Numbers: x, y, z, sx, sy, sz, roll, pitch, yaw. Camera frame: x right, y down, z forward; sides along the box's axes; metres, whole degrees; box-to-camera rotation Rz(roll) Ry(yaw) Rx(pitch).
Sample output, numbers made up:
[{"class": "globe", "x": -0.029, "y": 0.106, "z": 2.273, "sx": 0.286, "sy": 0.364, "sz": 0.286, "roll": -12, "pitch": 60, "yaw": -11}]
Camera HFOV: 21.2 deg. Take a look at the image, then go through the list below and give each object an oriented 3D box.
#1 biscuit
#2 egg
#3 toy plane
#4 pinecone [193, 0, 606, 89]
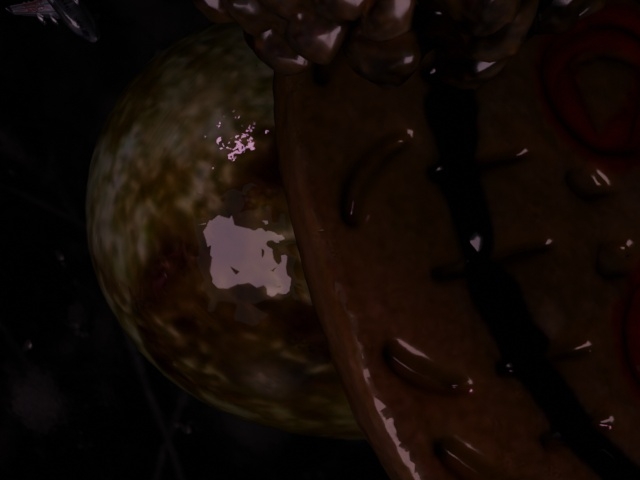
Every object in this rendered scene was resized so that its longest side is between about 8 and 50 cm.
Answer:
[{"class": "biscuit", "x": 0.135, "y": -0.015, "z": 0.897, "sx": 0.063, "sy": 0.314, "sz": 0.367, "roll": -36, "pitch": 69, "yaw": 63}, {"class": "egg", "x": 0.000, "y": 0.000, "z": 1.002, "sx": 0.289, "sy": 0.238, "sz": 0.238, "roll": 41, "pitch": 127, "yaw": -12}, {"class": "toy plane", "x": -0.172, "y": -0.164, "z": 1.119, "sx": 0.083, "sy": 0.031, "sz": 0.078, "roll": 46, "pitch": 127, "yaw": -4}, {"class": "pinecone", "x": 0.036, "y": -0.178, "z": 0.765, "sx": 0.243, "sy": 0.257, "sz": 0.244, "roll": -1, "pitch": 87, "yaw": 27}]
